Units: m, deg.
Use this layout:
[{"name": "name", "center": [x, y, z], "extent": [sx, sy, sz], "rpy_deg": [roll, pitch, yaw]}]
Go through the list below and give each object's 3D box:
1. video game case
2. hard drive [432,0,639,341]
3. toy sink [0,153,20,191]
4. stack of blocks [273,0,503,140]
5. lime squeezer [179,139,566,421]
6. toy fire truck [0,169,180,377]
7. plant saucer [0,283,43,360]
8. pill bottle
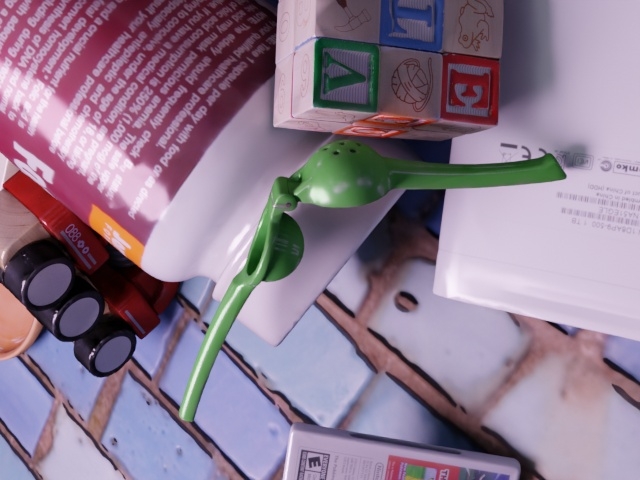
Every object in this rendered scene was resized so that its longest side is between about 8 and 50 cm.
[{"name": "video game case", "center": [0.052, 0.256, 0.780], "extent": [0.183, 0.023, 0.201], "rpy_deg": [9, 101, 2]}, {"name": "hard drive", "center": [0.206, -0.116, 0.627], "extent": [0.233, 0.047, 0.353], "rpy_deg": [12, 102, 30]}, {"name": "toy sink", "center": [-0.336, -0.120, 1.035], "extent": [0.234, 0.152, 0.131], "rpy_deg": [32, 113, 31]}, {"name": "stack of blocks", "center": [0.027, -0.222, 0.630], "extent": [0.087, 0.171, 0.297], "rpy_deg": [177, 95, -71]}, {"name": "lime squeezer", "center": [0.000, 0.000, 0.637], "extent": [0.310, 0.110, 0.059], "rpy_deg": [-35, 42, 9]}, {"name": "toy fire truck", "center": [-0.204, -0.030, 0.944], "extent": [0.158, 0.217, 0.246], "rpy_deg": [36, 73, 31]}, {"name": "plant saucer", "center": [-0.380, 0.042, 1.156], "extent": [0.200, 0.037, 0.200], "rpy_deg": [3, 95, 38]}, {"name": "pill bottle", "center": [-0.127, -0.111, 0.759], "extent": [0.392, 0.224, 0.224], "rpy_deg": [39, 119, 2]}]
